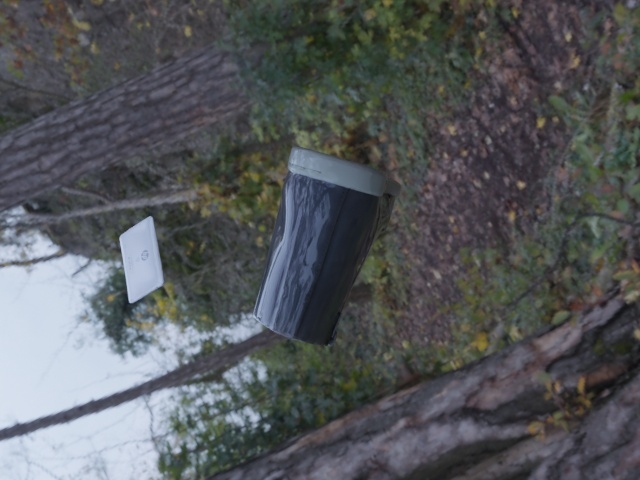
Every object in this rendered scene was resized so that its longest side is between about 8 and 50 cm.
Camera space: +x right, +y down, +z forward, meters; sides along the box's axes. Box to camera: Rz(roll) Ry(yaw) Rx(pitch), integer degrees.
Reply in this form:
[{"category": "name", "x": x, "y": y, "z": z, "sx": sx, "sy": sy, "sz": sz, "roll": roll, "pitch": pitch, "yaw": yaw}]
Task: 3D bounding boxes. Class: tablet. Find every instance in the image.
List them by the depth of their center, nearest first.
[{"category": "tablet", "x": -0.193, "y": 0.020, "z": 0.756, "sx": 0.006, "sy": 0.054, "sz": 0.083, "roll": 20, "pitch": -133, "yaw": -53}]

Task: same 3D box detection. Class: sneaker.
[{"category": "sneaker", "x": 0.000, "y": 0.000, "z": 0.510, "sx": 0.083, "sy": 0.118, "sz": 0.222, "roll": 19, "pitch": -175, "yaw": 8}]
